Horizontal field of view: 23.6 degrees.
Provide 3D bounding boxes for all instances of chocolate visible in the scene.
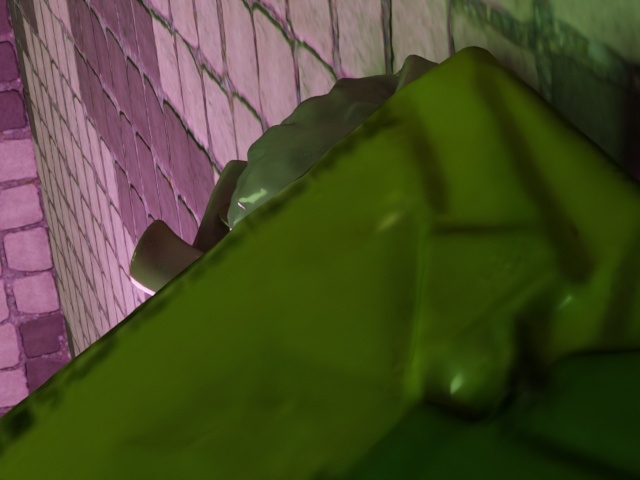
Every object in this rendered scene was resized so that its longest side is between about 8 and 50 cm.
[{"bbox_3d":[0.016,0.128,0.431,0.137,0.301,0.288,50,-176,-37],"label":"chocolate"}]

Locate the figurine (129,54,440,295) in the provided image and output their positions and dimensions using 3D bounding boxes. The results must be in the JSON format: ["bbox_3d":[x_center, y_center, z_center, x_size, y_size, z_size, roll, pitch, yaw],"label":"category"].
[{"bbox_3d":[0.004,0.001,0.644,0.237,0.141,0.162,148,144,-75],"label":"figurine"}]
